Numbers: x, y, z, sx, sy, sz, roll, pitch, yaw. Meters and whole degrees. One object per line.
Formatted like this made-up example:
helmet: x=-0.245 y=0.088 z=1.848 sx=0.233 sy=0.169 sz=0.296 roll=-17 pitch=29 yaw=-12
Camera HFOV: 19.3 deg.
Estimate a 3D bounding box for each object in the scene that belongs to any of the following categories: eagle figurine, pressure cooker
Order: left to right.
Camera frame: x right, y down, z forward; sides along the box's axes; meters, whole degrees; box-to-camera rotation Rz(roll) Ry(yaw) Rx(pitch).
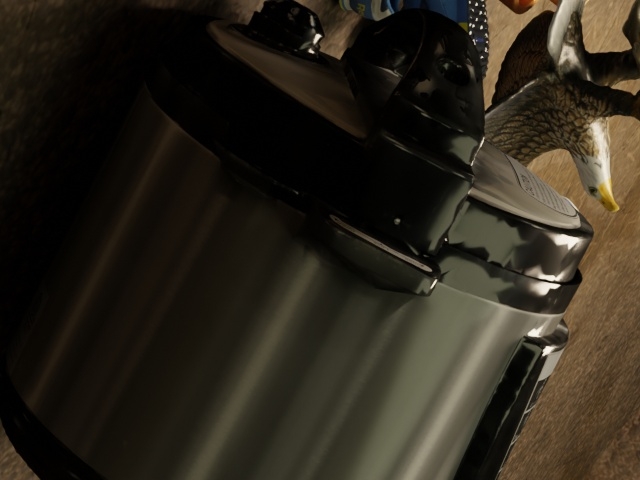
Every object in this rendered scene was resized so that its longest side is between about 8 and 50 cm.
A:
pressure cooker: x=-0.004 y=0.021 z=1.407 sx=0.375 sy=0.370 sz=0.420 roll=15 pitch=107 yaw=-50
eagle figurine: x=0.220 y=-0.118 z=1.846 sx=0.226 sy=0.298 sz=0.225 roll=10 pitch=70 yaw=-48

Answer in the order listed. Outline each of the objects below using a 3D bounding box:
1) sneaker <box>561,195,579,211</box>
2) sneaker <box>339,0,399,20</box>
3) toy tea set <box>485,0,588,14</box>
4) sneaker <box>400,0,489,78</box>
sneaker: x=0.197 y=0.085 z=2.288 sx=0.182 sy=0.127 sz=0.316 roll=0 pitch=114 yaw=-61
sneaker: x=0.073 y=-0.250 z=1.608 sx=0.144 sy=0.059 sz=0.053 roll=-62 pitch=157 yaw=8
toy tea set: x=0.240 y=-0.290 z=1.821 sx=0.336 sy=0.124 sz=0.200 roll=-13 pitch=132 yaw=-61
sneaker: x=0.103 y=-0.238 z=1.651 sx=0.069 sy=0.082 sz=0.209 roll=2 pitch=89 yaw=-65
